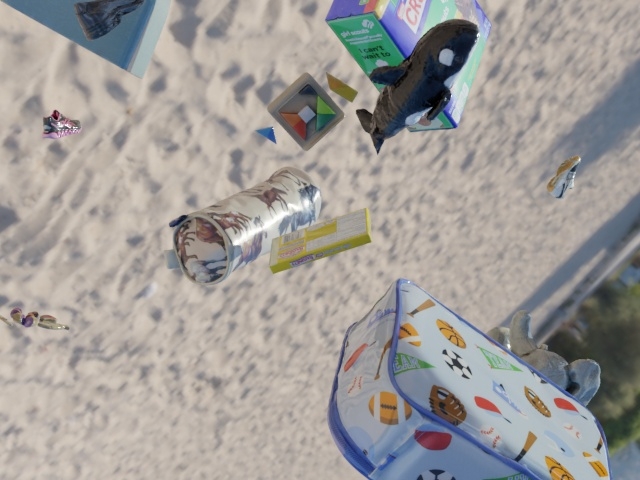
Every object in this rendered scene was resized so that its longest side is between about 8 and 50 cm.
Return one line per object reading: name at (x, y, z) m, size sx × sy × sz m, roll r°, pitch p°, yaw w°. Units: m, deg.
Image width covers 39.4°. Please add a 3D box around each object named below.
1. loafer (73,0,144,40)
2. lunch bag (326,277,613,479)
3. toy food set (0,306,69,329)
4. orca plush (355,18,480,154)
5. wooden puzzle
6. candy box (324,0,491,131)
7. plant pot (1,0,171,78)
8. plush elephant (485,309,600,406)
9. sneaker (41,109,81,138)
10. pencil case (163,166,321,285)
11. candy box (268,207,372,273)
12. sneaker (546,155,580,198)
loafer at (-0.334, -0.386, 1.438) m, size 0.062 × 0.061 × 0.170 m, roll -13°, pitch -148°, yaw 29°
lunch bag at (0.155, 0.182, 0.873) m, size 0.115 × 0.303 × 0.243 m, roll -49°, pitch -170°, yaw 23°
toy food set at (-0.533, 0.143, 1.658) m, size 0.122 × 0.078 × 0.019 m, roll 11°, pitch 98°, yaw -50°
orca plush at (0.116, -0.245, 1.349) m, size 0.287 × 0.102 × 0.151 m, roll -27°, pitch -131°, yaw 61°
wooden puzzle at (-0.016, -0.154, 1.071) m, size 0.116 × 0.078 × 0.014 m, roll -48°, pitch -166°, yaw 9°
candy box at (0.172, -0.402, 1.653) m, size 0.317 × 0.122 × 0.268 m, roll 44°, pitch 57°, yaw -39°
plant pot at (-0.396, -0.477, 1.663) m, size 0.252 × 0.247 × 0.248 m, roll -60°, pitch -174°, yaw 4°
plush elephant at (0.385, 0.266, 1.779) m, size 0.272 × 0.330 × 0.255 m, roll 3°, pitch 141°, yaw -30°
sneaker at (-0.541, -0.247, 1.872) m, size 0.119 × 0.047 × 0.057 m, roll -43°, pitch 130°, yaw -67°
pencil case at (-0.156, -0.040, 1.963) m, size 0.410 × 0.184 × 0.159 m, roll -33°, pitch 121°, yaw -54°
candy box at (0.000, 0.000, 1.746) m, size 0.206 × 0.027 × 0.105 m, roll -18°, pitch -149°, yaw 12°
sneaker at (0.422, -0.107, 1.535) m, size 0.083 × 0.037 × 0.032 m, roll -51°, pitch -161°, yaw -9°
